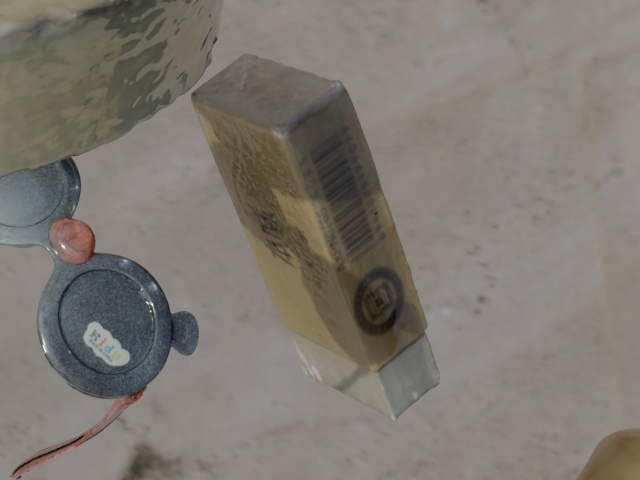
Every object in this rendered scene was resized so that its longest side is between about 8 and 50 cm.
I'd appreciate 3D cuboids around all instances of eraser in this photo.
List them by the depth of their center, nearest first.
[{"bbox_3d":[0.000,0.000,1.767,0.078,0.144,0.343,-38,127,-25],"label":"eraser"}]

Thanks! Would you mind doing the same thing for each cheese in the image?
[{"bbox_3d":[-0.218,-0.198,1.261,0.332,0.292,0.153,-32,158,-35],"label":"cheese"}]

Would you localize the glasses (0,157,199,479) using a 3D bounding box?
[{"bbox_3d":[-0.221,0.048,1.514,0.118,0.268,0.234,-32,82,-27],"label":"glasses"}]

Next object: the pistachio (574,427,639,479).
[{"bbox_3d":[0.335,0.298,1.677,0.230,0.309,0.230,-33,157,-16],"label":"pistachio"}]
